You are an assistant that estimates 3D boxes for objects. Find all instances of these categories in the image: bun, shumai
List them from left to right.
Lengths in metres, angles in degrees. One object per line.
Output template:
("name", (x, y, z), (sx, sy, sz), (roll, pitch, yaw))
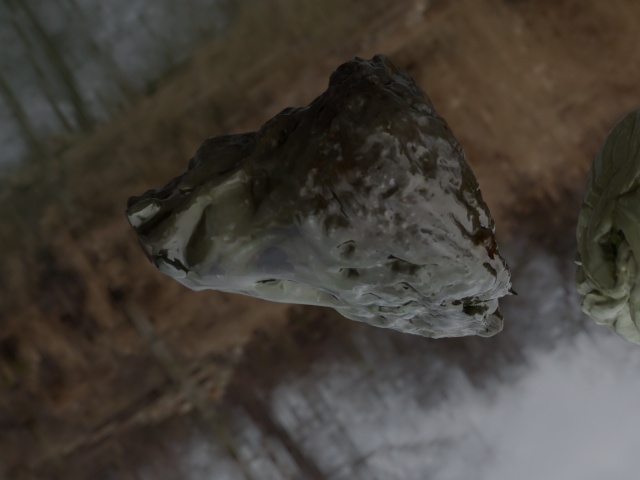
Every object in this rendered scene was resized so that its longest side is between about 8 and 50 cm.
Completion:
("shumai", (-0.003, 0.002, 1.697), (0.283, 0.217, 0.346), (-23, 155, -4))
("bun", (0.296, -0.005, 1.721), (0.145, 0.229, 0.229), (-14, 166, -34))
